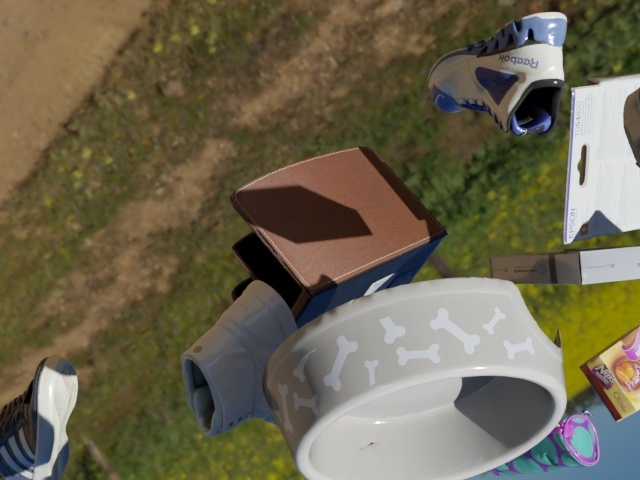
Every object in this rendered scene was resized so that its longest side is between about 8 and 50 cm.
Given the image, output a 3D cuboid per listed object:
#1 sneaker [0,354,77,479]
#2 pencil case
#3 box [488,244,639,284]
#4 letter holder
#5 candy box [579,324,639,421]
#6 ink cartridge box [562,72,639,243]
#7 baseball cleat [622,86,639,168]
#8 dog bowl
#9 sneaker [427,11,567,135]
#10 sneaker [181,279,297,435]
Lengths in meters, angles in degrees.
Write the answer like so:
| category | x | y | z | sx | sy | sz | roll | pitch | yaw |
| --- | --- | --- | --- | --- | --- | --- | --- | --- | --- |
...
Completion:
| category | x | y | z | sx | sy | sz | roll | pitch | yaw |
| --- | --- | --- | --- | --- | --- | --- | --- | --- | --- |
| sneaker | -0.484 | 0.298 | 1.785 | 0.131 | 0.148 | 0.350 | -74 | -178 | -47 |
| pencil case | 0.266 | 0.249 | 1.355 | 0.152 | 0.070 | 0.064 | -24 | -151 | 49 |
| box | 0.300 | 0.027 | 1.258 | 0.145 | 0.038 | 0.186 | -4 | 180 | -23 |
| letter holder | 0.000 | 0.000 | 1.691 | 0.302 | 0.214 | 0.152 | -23 | 156 | -41 |
| candy box | 0.523 | 0.217 | 1.864 | 0.187 | 0.109 | 0.053 | -22 | 166 | -45 |
| ink cartridge box | 0.414 | -0.119 | 1.544 | 0.224 | 0.223 | 0.045 | -10 | -160 | -29 |
| baseball cleat | 0.362 | -0.159 | 1.142 | 0.072 | 0.109 | 0.205 | -4 | 119 | -29 |
| dog bowl | 0.113 | 0.177 | 1.241 | 0.349 | 0.102 | 0.348 | -9 | 146 | -6 |
| sneaker | 0.309 | -0.253 | 1.919 | 0.127 | 0.182 | 0.315 | 1 | 166 | -31 |
| sneaker | -0.090 | 0.207 | 1.451 | 0.169 | 0.108 | 0.292 | -42 | 132 | -25 |
